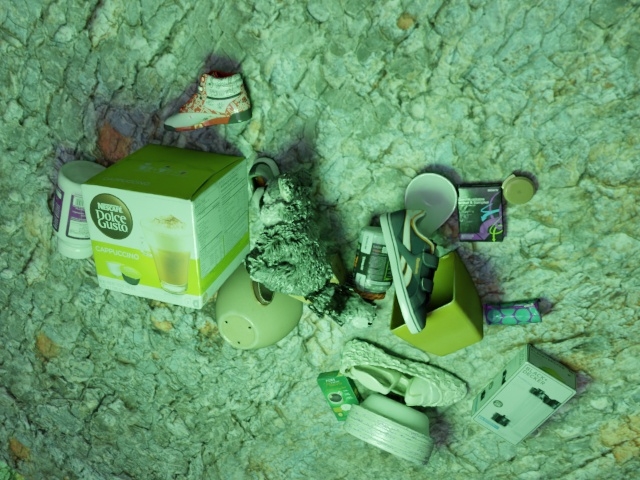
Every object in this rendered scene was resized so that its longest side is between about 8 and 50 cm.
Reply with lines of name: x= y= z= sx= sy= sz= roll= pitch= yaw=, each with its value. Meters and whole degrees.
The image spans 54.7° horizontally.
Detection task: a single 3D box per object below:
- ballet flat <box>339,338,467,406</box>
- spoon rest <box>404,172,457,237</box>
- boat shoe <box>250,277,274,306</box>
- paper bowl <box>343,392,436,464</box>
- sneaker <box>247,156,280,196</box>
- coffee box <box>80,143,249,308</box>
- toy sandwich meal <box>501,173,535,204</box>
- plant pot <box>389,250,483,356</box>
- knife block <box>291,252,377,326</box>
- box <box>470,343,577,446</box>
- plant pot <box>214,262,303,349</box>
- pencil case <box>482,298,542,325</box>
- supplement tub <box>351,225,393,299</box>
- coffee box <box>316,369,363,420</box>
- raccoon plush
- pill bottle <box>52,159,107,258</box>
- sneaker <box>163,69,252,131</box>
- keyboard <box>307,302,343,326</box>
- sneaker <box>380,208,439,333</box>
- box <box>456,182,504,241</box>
ballet flat: x=0.243 y=0.441 z=1.922 sx=0.409 sy=0.147 sz=0.147 roll=19 pitch=122 yaw=10
spoon rest: x=0.277 y=-0.054 z=1.670 sx=0.137 sy=0.084 sz=0.276 roll=20 pitch=123 yaw=10
boat shoe: x=-0.166 y=0.095 z=1.861 sx=0.073 sy=0.206 sz=0.073 roll=19 pitch=141 yaw=-39
paper bowl: x=0.225 y=0.581 z=1.945 sx=0.284 sy=0.284 sz=0.148 roll=23 pitch=79 yaw=8
sneaker: x=-0.142 y=-0.101 z=1.793 sx=0.100 sy=0.108 sz=0.271 roll=-14 pitch=112 yaw=25
coffee box: x=-0.426 y=-0.057 z=1.786 sx=0.338 sy=0.338 sz=0.334 roll=10 pitch=120 yaw=16
toy sandwich meal: x=0.502 y=-0.131 z=1.576 sx=0.086 sy=0.029 sz=0.085 roll=5 pitch=119 yaw=10
plant pot: x=0.340 y=0.195 z=1.719 sx=0.212 sy=0.212 sz=0.187 roll=-32 pitch=115 yaw=32
knife block: x=0.035 y=0.172 z=1.879 sx=0.276 sy=0.088 sz=0.242 roll=-18 pitch=110 yaw=25
box: x=0.592 y=0.458 z=1.822 sx=0.169 sy=0.087 sz=0.290 roll=33 pitch=123 yaw=2
plant pot: x=-0.220 y=0.233 z=1.953 sx=0.284 sy=0.191 sz=0.284 roll=9 pitch=119 yaw=17
pencil case: x=0.534 y=0.200 z=1.719 sx=0.152 sy=0.064 sz=0.070 roll=-8 pitch=129 yaw=24
supplement tub: x=0.153 y=0.063 z=1.731 sx=0.117 sy=0.117 sz=0.190 roll=13 pitch=101 yaw=14
coffee box: x=0.074 y=0.521 z=2.083 sx=0.113 sy=0.040 sz=0.184 roll=-18 pitch=110 yaw=27
raccoon plush: x=0.000 y=0.000 z=1.678 sx=0.447 sy=0.216 sz=0.299 roll=25 pitch=109 yaw=-5
pill bottle: x=-0.773 y=-0.093 z=2.003 sx=0.169 sy=0.169 sz=0.301 roll=27 pitch=123 yaw=6
sneaker: x=-0.327 y=-0.391 z=1.719 sx=0.270 sy=0.090 sz=0.144 roll=-4 pitch=114 yaw=19
keyboard: x=0.011 y=0.181 z=1.827 sx=0.180 sy=0.023 sz=0.108 roll=41 pitch=116 yaw=-5
sneaker: x=0.246 y=0.070 z=1.576 sx=0.128 sy=0.126 sz=0.321 roll=-14 pitch=79 yaw=12
box: x=0.421 y=-0.072 z=1.637 sx=0.116 sy=0.029 sz=0.162 roll=0 pitch=115 yaw=21
